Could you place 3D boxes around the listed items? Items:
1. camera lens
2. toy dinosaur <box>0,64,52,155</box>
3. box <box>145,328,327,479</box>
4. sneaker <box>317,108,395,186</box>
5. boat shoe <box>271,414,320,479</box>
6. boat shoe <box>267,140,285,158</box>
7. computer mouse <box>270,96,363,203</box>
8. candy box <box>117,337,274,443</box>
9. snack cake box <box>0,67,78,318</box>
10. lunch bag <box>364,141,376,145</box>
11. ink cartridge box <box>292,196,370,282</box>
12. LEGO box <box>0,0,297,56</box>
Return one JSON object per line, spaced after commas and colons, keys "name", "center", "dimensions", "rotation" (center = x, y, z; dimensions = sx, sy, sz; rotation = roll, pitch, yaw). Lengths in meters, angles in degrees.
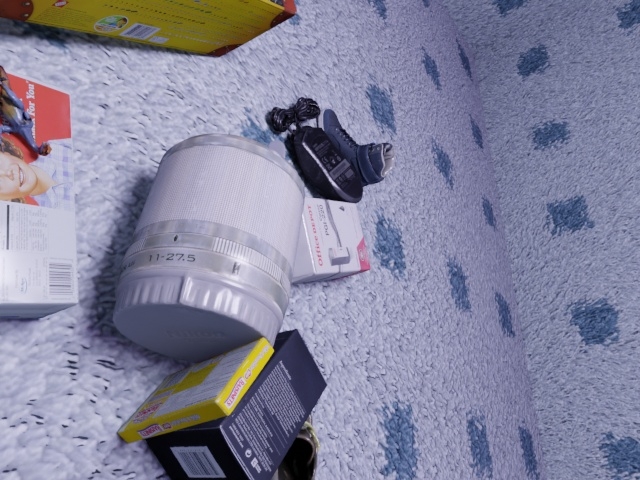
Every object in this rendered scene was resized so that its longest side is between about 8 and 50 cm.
{"name": "camera lens", "center": [-0.142, 0.008, 0.686], "dimensions": [0.219, 0.220, 0.274], "rotation": [39, 45, -40]}
{"name": "toy dinosaur", "center": [-0.309, -0.130, 0.513], "dimensions": [0.082, 0.047, 0.090], "rotation": [64, 19, -45]}
{"name": "box", "center": [-0.109, 0.232, 0.690], "dimensions": [0.108, 0.153, 0.207], "rotation": [64, 35, -13]}
{"name": "sneaker", "center": [0.090, -0.236, 1.199], "dimensions": [0.086, 0.164, 0.226], "rotation": [-11, 82, -55]}
{"name": "boat shoe", "center": [-0.047, 0.321, 0.727], "dimensions": [0.109, 0.091, 0.305], "rotation": [57, 15, -6]}
{"name": "boat shoe", "center": [-0.091, -0.132, 0.990], "dimensions": [0.040, 0.049, 0.142], "rotation": [93, 3, -65]}
{"name": "computer mouse", "center": [-0.006, -0.188, 1.127], "dimensions": [0.272, 0.072, 0.188], "rotation": [55, 37, -4]}
{"name": "candy box", "center": [-0.153, 0.184, 0.598], "dimensions": [0.027, 0.206, 0.105], "rotation": [53, 37, -13]}
{"name": "snack cake box", "center": [-0.355, -0.053, 0.525], "dimensions": [0.152, 0.089, 0.264], "rotation": [10, 66, -52]}
{"name": "lunch bag", "center": [0.139, -0.212, 1.344], "dimensions": [0.098, 0.065, 0.067], "rotation": [58, 36, -19]}
{"name": "ink cartridge box", "center": [0.000, 0.000, 1.018], "dimensions": [0.218, 0.092, 0.158], "rotation": [0, 75, -54]}
{"name": "LEGO box", "center": [-0.272, -0.499, 0.700], "dimensions": [0.500, 0.193, 0.372], "rotation": [-34, 105, -64]}
